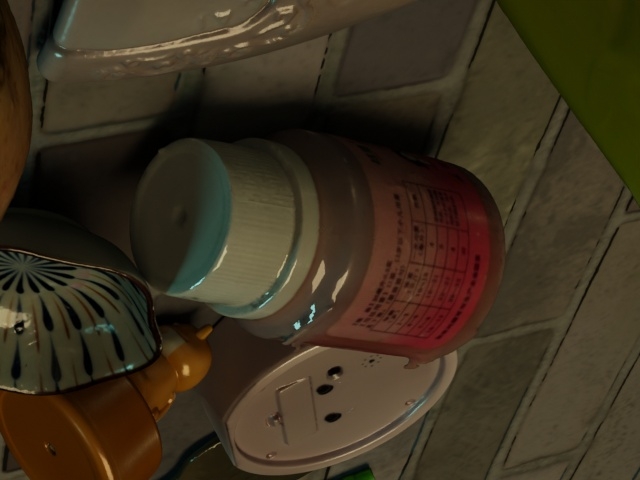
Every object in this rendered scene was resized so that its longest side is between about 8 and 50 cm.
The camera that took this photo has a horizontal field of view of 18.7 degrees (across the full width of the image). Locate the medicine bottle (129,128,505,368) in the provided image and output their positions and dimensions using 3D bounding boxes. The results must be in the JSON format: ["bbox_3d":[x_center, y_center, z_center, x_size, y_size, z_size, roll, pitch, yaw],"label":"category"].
[{"bbox_3d":[0.000,0.000,1.276,0.247,0.147,0.147,11,133,-44],"label":"medicine bottle"}]

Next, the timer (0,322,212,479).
[{"bbox_3d":[-0.138,0.108,1.389,0.152,0.132,0.132,-36,157,-32],"label":"timer"}]

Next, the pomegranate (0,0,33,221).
[{"bbox_3d":[-0.285,-0.058,0.870,0.322,0.322,0.322,-18,148,-12],"label":"pomegranate"}]

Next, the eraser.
[{"bbox_3d":[-0.022,-0.160,1.099,0.243,0.059,0.204,-2,142,-26],"label":"eraser"}]

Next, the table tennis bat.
[{"bbox_3d":[-0.089,0.196,1.624,0.234,0.022,0.131,-21,149,-12],"label":"table tennis bat"}]

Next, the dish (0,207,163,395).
[{"bbox_3d":[-0.188,0.028,1.232,0.191,0.066,0.190,1,147,0],"label":"dish"}]

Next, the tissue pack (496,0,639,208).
[{"bbox_3d":[0.205,-0.126,1.115,0.134,0.271,0.192,-25,148,-10],"label":"tissue pack"}]

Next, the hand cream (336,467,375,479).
[{"bbox_3d":[-0.008,0.235,1.732,0.122,0.023,0.036,-20,152,-1],"label":"hand cream"}]

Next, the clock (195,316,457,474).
[{"bbox_3d":[0.004,0.099,1.495,0.197,0.068,0.197,-18,147,-12],"label":"clock"}]
